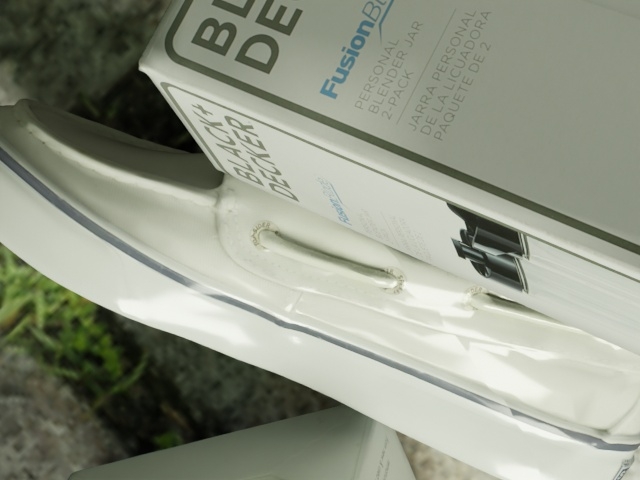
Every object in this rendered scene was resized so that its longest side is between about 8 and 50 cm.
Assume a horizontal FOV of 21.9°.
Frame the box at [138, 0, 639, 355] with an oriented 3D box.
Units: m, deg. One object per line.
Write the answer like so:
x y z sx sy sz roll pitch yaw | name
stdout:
0.114 -0.053 0.475 0.290 0.087 0.169 25 80 20 | box

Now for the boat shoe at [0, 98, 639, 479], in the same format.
0.000 0.000 0.581 0.267 0.096 0.088 26 105 4 | boat shoe

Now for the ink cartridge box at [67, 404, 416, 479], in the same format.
-0.003 0.187 0.628 0.134 0.078 0.231 -15 113 17 | ink cartridge box
